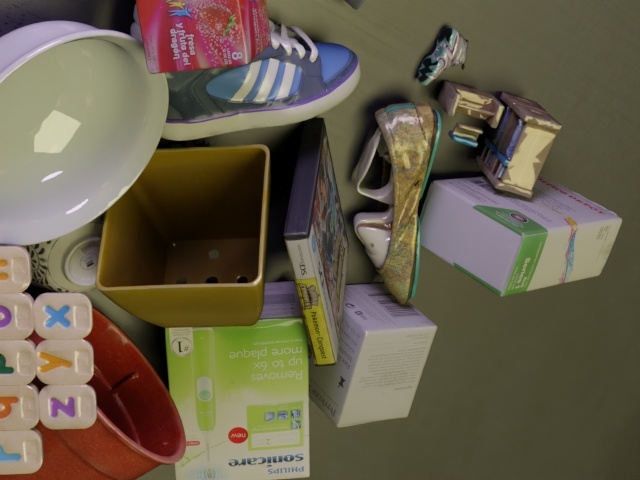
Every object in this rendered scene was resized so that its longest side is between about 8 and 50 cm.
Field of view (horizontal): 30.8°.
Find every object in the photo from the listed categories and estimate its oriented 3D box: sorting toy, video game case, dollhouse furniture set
[{"bbox_3d":[-0.161,-0.114,1.616,0.042,0.061,0.102,-49,123,-1],"label":"sorting toy"},{"bbox_3d":[0.000,0.000,1.686,0.035,0.274,0.248,-4,129,11],"label":"video game case"},{"bbox_3d":[0.262,-0.172,1.867,0.184,0.129,0.129,14,111,-16],"label":"dollhouse furniture set"}]

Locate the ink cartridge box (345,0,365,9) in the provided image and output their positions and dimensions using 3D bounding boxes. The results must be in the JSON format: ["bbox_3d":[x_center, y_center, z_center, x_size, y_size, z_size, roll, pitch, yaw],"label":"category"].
[{"bbox_3d":[0.132,-0.434,1.516,0.060,0.239,0.275,42,89,-7],"label":"ink cartridge box"}]

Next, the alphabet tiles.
[{"bbox_3d":[-0.411,0.145,1.400,0.278,0.021,0.284,-1,101,-1],"label":"alphabet tiles"}]

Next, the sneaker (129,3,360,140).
[{"bbox_3d":[-0.091,-0.274,1.513,0.323,0.130,0.236,-17,131,-20],"label":"sneaker"}]

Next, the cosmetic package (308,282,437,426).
[{"bbox_3d":[0.070,0.186,1.915,0.152,0.151,0.183,-1,117,-36],"label":"cosmetic package"}]

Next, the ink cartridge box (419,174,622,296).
[{"bbox_3d":[0.327,-0.018,1.912,0.278,0.201,0.117,-8,122,-43],"label":"ink cartridge box"}]

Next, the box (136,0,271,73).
[{"bbox_3d":[-0.141,-0.328,1.310,0.123,0.128,0.256,-3,109,12],"label":"box"}]

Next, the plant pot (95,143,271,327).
[{"bbox_3d":[-0.163,0.013,1.568,0.212,0.212,0.187,-2,150,7],"label":"plant pot"}]

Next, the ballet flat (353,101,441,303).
[{"bbox_3d":[0.108,-0.057,1.828,0.123,0.123,0.348,-13,125,-30],"label":"ballet flat"}]

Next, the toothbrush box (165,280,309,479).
[{"bbox_3d":[-0.124,0.216,1.746,0.206,0.122,0.283,-2,117,-6],"label":"toothbrush box"}]

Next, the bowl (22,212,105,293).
[{"bbox_3d":[-0.323,0.011,1.564,0.170,0.080,0.170,-19,128,-27],"label":"bowl"}]

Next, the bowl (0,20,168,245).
[{"bbox_3d":[-0.339,-0.150,1.386,0.298,0.134,0.297,-35,149,-24],"label":"bowl"}]

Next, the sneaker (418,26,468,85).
[{"bbox_3d":[0.197,-0.273,1.791,0.069,0.038,0.098,24,102,-42],"label":"sneaker"}]

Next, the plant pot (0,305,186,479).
[{"bbox_3d":[-0.370,0.260,1.568,0.265,0.272,0.272,-37,135,9],"label":"plant pot"}]
